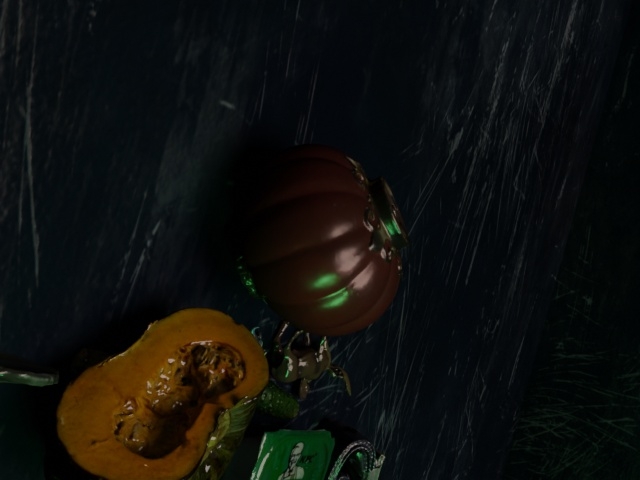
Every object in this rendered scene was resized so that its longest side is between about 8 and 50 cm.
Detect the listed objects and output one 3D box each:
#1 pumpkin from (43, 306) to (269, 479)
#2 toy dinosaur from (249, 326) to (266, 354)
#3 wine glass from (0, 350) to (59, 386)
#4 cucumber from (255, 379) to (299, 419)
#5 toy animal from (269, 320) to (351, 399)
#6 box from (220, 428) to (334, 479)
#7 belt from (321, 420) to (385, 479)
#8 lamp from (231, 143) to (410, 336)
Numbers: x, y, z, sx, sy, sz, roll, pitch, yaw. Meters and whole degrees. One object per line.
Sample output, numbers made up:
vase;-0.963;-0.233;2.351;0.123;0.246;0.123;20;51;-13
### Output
pumpkin;-0.236;0.248;0.984;0.325;0.242;0.232;-37;162;-50
toy dinosaur;-0.115;0.184;1.272;0.047;0.031;0.083;-44;139;-40
wine glass;-0.405;0.286;0.665;0.267;0.267;0.405;30;74;-58
cucumber;-0.092;0.281;1.319;0.069;0.069;0.227;-66;149;-14
toy animal;-0.020;0.229;1.399;0.214;0.094;0.186;-7;105;-48
box;-0.115;0.486;1.334;0.264;0.106;0.336;26;80;-59
belt;0.032;0.498;1.556;0.140;0.126;0.230;7;99;-34
lamp;0.000;0.000;1.147;0.303;0.257;0.303;-20;90;-77
